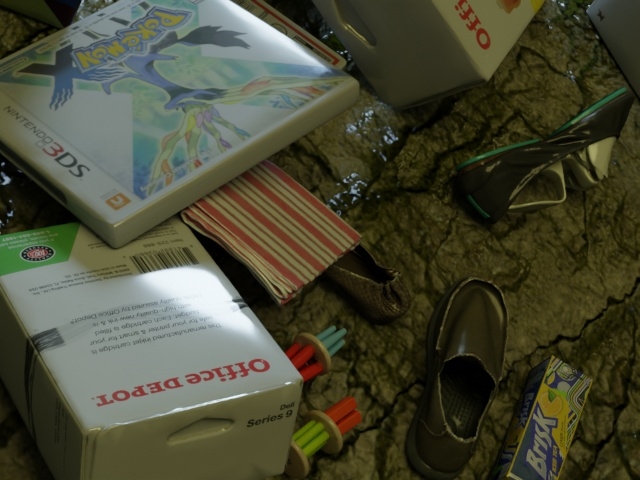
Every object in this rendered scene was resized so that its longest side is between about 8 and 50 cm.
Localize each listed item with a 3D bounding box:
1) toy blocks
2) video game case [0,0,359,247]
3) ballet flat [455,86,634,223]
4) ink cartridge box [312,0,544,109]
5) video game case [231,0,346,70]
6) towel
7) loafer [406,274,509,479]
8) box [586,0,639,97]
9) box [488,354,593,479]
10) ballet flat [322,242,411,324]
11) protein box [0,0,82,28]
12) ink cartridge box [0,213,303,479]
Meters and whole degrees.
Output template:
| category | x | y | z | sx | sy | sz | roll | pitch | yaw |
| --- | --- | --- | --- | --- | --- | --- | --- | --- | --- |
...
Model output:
| category | x | y | z | sx | sy | sz | roll | pitch | yaw |
| --- | --- | --- | --- | --- | --- | --- | --- | --- | --- |
| toy blocks | -0.005 | 0.161 | 1.424 | 0.148 | 0.054 | 0.123 | -35 | 80 | -34 |
| video game case | -0.177 | -0.153 | 1.436 | 0.329 | 0.036 | 0.300 | -33 | 53 | -30 |
| ballet flat | 0.289 | -0.096 | 1.680 | 0.280 | 0.095 | 0.096 | -26 | 86 | -22 |
| ink cartridge box | 0.158 | -0.388 | 1.678 | 0.279 | 0.160 | 0.385 | 52 | 53 | -21 |
| video game case | -0.128 | -0.181 | 1.553 | 0.204 | 0.025 | 0.285 | 37 | 54 | 9 |
| towel | -0.048 | -0.013 | 1.420 | 0.144 | 0.029 | 0.197 | 41 | 28 | 7 |
| loafer | 0.165 | 0.141 | 1.490 | 0.094 | 0.087 | 0.251 | 22 | 57 | -12 |
| box | 0.576 | -0.340 | 1.856 | 0.345 | 0.215 | 0.168 | -19 | 73 | -30 |
| box | 0.242 | 0.214 | 1.505 | 0.059 | 0.054 | 0.169 | 32 | 56 | -5 |
| ballet flat | 0.000 | 0.000 | 1.510 | 0.250 | 0.058 | 0.084 | 39 | 54 | 0 |
| protein box | -0.334 | -0.380 | 1.511 | 0.199 | 0.136 | 0.201 | 20 | 56 | -18 |
| ink cartridge box | -0.177 | 0.106 | 1.263 | 0.211 | 0.122 | 0.289 | -10 | 39 | -28 |
